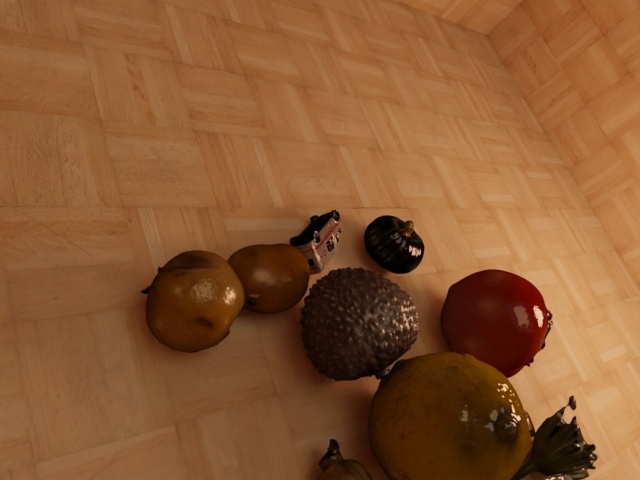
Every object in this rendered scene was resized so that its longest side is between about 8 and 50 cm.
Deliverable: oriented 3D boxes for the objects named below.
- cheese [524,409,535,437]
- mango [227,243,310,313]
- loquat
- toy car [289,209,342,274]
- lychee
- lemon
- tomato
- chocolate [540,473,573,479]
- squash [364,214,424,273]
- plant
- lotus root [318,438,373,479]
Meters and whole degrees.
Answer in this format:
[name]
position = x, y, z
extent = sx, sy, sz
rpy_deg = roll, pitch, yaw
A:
[cheese]
position = 0.573, 0.544, 1.589
extent = 0.162, 0.036, 0.086
rpy_deg = 15, 51, -32
[mango]
position = -0.115, 0.089, 1.276
extent = 0.254, 0.139, 0.175
rpy_deg = -9, 65, -49
[loquat]
position = -0.260, 0.116, 1.097
extent = 0.213, 0.213, 0.213
rpy_deg = 21, 49, -27
[toy car]
position = 0.000, 0.000, 1.466
extent = 0.108, 0.089, 0.209
rpy_deg = 61, 37, -17
[lychee]
position = 0.089, 0.193, 1.255
extent = 0.300, 0.300, 0.300
rpy_deg = 21, 49, -27
[lemon]
position = 0.290, 0.420, 1.205
extent = 0.350, 0.387, 0.349
rpy_deg = 5, 75, -20
[tomato]
position = 0.511, 0.239, 1.581
extent = 0.321, 0.321, 0.321
rpy_deg = 21, 49, -27
[chocolate]
position = 0.585, 0.737, 1.386
extent = 0.303, 0.100, 0.185
rpy_deg = -7, 53, -28
[squash]
position = 0.222, 0.012, 1.599
extent = 0.193, 0.156, 0.193
rpy_deg = 45, 34, -42
[plant]
position = 0.610, 0.615, 1.534
extent = 0.180, 0.333, 0.251
rpy_deg = -112, -172, -63
[lotus root]
position = 0.056, 0.532, 1.118
extent = 0.221, 0.118, 0.125
rpy_deg = 58, 11, 14
